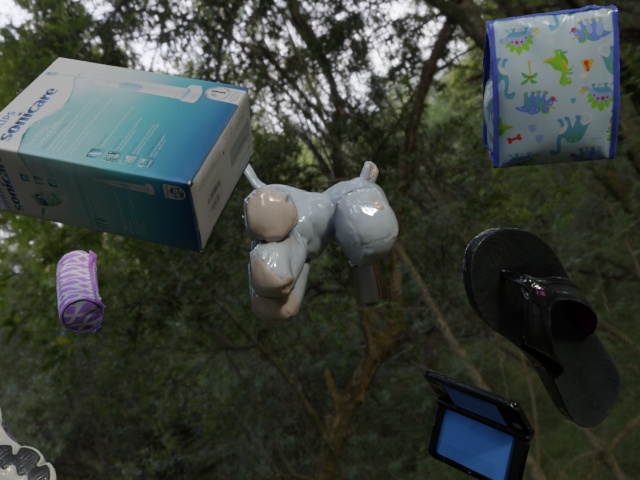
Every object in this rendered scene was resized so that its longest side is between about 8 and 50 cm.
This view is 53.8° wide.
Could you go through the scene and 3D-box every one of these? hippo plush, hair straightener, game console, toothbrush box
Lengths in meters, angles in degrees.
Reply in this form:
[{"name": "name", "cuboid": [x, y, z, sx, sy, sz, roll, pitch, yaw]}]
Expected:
[{"name": "hippo plush", "cuboid": [0.000, 0.000, 1.009, 0.236, 0.234, 0.294, -5, 19, -9]}, {"name": "hair straightener", "cuboid": [0.081, 0.021, 1.214, 0.047, 0.230, 0.089, -5, 13, 11]}, {"name": "game console", "cuboid": [0.171, 0.217, 0.720, 0.122, 0.107, 0.071, 13, 60, 41]}, {"name": "toothbrush box", "cuboid": [-0.265, -0.124, 0.857, 0.295, 0.216, 0.126, 11, -43, 8]}]

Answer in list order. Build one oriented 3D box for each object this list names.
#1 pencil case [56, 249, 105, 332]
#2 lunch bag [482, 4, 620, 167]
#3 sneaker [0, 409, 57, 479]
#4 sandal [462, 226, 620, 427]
[{"name": "pencil case", "cuboid": [-0.486, 0.099, 1.276, 0.088, 0.206, 0.086, -43, -51, 3]}, {"name": "lunch bag", "cuboid": [0.238, -0.162, 0.663, 0.129, 0.151, 0.096, -5, 30, 7]}, {"name": "sneaker", "cuboid": [-0.290, 0.189, 0.543, 0.068, 0.170, 0.071, -36, -29, -35]}, {"name": "sandal", "cuboid": [0.395, 0.143, 1.032, 0.167, 0.446, 0.107, -48, 23, -13]}]
